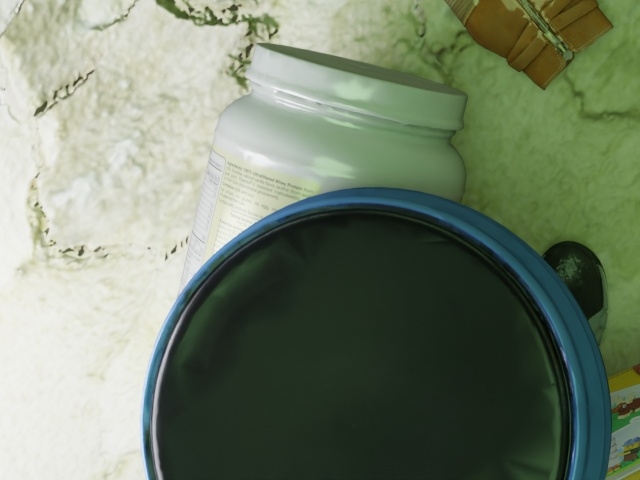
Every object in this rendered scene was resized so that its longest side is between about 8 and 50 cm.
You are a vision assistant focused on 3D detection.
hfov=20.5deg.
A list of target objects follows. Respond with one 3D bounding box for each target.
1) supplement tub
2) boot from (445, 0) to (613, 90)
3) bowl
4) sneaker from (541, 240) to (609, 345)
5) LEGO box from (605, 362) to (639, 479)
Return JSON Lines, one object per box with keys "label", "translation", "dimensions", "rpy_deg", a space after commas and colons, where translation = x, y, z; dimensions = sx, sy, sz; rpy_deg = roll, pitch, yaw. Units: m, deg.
{"label": "supplement tub", "translation": [0.000, 0.000, 1.621], "dimensions": [0.235, 0.235, 0.325], "rpy_deg": [16, 99, 9]}
{"label": "boot", "translation": [0.216, -0.250, 1.633], "dimensions": [0.152, 0.073, 0.197], "rpy_deg": [45, 115, 5]}
{"label": "bowl", "translation": [0.034, 0.149, 1.429], "dimensions": [0.391, 0.077, 0.391], "rpy_deg": [-2, 85, 17]}
{"label": "sneaker", "translation": [0.211, 0.118, 1.644], "dimensions": [0.086, 0.132, 0.229], "rpy_deg": [14, 100, 10]}
{"label": "LEGO box", "translation": [0.194, 0.373, 1.588], "dimensions": [0.500, 0.193, 0.372], "rpy_deg": [-25, 113, 13]}
